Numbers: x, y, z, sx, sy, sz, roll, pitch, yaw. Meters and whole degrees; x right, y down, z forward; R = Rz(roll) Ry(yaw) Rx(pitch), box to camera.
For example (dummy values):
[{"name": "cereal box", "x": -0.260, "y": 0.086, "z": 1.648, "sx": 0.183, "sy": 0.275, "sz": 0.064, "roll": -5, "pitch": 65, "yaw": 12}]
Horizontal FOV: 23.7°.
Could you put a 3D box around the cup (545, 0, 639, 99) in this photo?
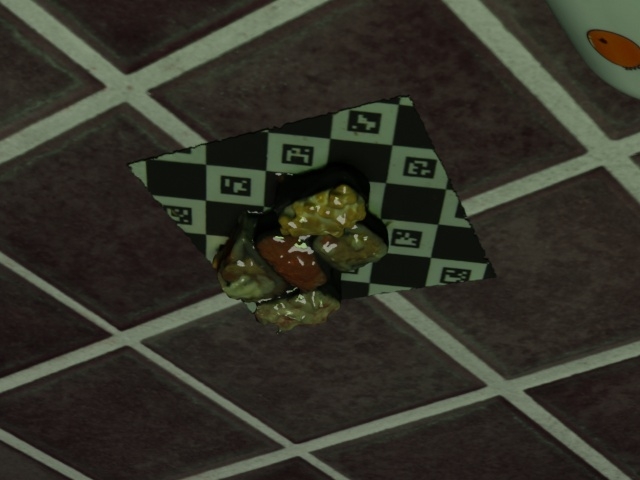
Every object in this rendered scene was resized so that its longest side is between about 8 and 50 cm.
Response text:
[{"name": "cup", "x": 0.216, "y": -0.236, "z": 0.979, "sx": 0.212, "sy": 0.212, "sz": 0.317, "roll": -14, "pitch": 141, "yaw": 25}]

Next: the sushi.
[{"name": "sushi", "x": 0.000, "y": 0.000, "z": 1.481, "sx": 0.292, "sy": 0.059, "sz": 0.294, "roll": -11, "pitch": 141, "yaw": 21}]
